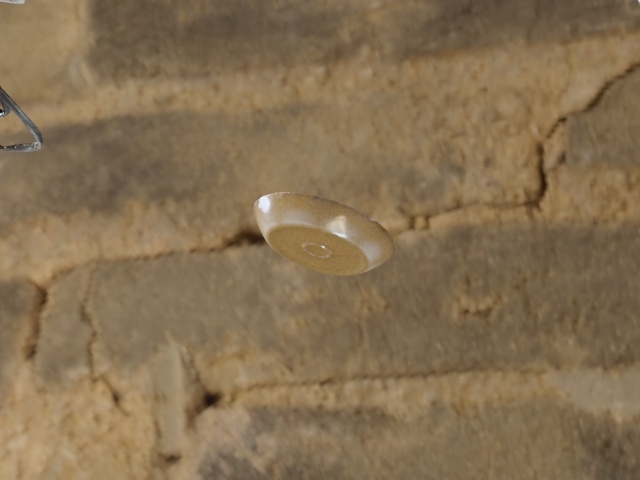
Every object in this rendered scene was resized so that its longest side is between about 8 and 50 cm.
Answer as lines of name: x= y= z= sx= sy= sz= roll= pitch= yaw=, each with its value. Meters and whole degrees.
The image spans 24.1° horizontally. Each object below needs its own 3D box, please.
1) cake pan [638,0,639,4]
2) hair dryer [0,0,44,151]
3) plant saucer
cake pan: x=0.306 y=-0.230 z=0.995 sx=0.054 sy=0.293 sz=0.293 roll=-10 pitch=-133 yaw=-35
hair dryer: x=-0.363 y=-0.199 z=1.281 sx=0.293 sy=0.223 sz=0.080 roll=24 pitch=-147 yaw=21
plant saucer: x=0.000 y=0.000 z=0.840 sx=0.083 sy=0.083 sz=0.015 roll=8 pitch=-115 yaw=21
